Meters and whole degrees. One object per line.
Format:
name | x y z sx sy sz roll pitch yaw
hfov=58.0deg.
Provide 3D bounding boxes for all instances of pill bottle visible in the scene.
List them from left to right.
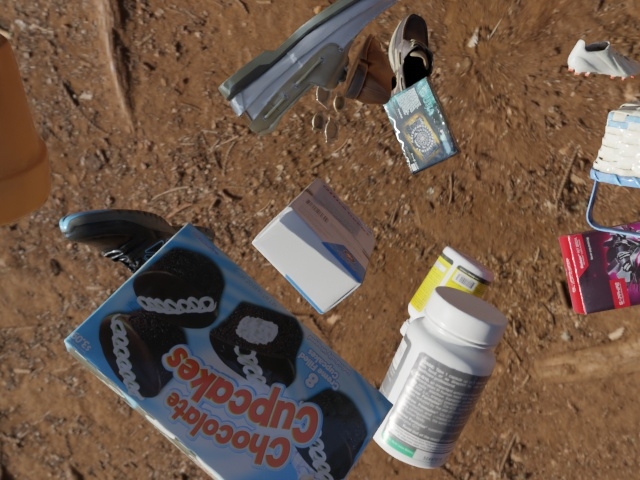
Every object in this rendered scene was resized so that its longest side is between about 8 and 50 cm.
pill bottle | 0.259 0.298 1.283 0.204 0.204 0.361 24 105 8
pill bottle | 0.412 0.201 1.920 0.188 0.188 0.334 32 101 4

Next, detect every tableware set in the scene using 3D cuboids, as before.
tableware set | 0.025 -0.371 1.673 0.020 0.141 0.168 15 95 36

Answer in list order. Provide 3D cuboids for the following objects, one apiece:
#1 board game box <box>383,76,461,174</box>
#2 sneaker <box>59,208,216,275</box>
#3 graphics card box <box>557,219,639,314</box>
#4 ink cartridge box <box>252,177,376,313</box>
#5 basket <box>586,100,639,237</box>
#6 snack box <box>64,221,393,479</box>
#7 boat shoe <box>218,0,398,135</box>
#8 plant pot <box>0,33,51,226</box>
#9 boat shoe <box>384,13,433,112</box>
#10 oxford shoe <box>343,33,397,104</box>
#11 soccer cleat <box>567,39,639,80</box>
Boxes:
board game box | 0.230 -0.259 1.318 0.126 0.026 0.186 -23 88 38
sneaker | -0.343 0.021 1.135 0.125 0.341 0.139 -2 80 39
graphics card box | 0.892 0.062 1.628 0.371 0.094 0.233 -11 87 6
ink cartridge box | 0.000 0.000 0.835 0.082 0.190 0.139 -42 95 19
basket | 0.697 -0.132 1.192 0.255 0.201 0.289 22 119 42
snack box | -0.094 0.154 0.646 0.322 0.187 0.060 42 151 -2
boat shoe | -0.004 -0.273 0.866 0.302 0.113 0.103 -31 105 17
plant pot | -0.496 -0.160 0.724 0.291 0.291 0.203 20 118 9
boat shoe | 0.281 -0.519 1.703 0.132 0.130 0.355 12 73 -21
oxford shoe | 0.086 -0.268 0.929 0.076 0.212 0.076 20 128 -8
soccer cleat | 0.658 -0.413 1.316 0.196 0.068 0.076 -1 125 -16
